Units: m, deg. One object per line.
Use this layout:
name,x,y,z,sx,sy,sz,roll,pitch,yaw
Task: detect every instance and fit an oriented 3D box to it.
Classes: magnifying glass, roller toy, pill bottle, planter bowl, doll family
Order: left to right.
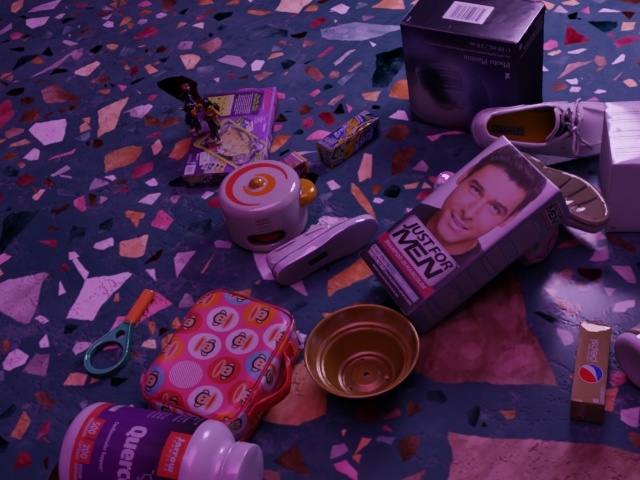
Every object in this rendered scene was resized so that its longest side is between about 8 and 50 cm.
magnifying glass,-0.419,0.195,1.808,0.092,0.026,0.231,10,48,22
pill bottle,-0.270,0.387,1.465,0.322,0.182,0.182,5,46,18
doll family,-0.310,-0.329,2.188,0.193,0.111,0.076,22,54,31
roller toy,-0.129,-0.084,1.936,0.209,0.146,0.191,24,55,31
planter bowl,0.082,0.230,1.609,0.217,0.090,0.217,-6,45,6
pill bottle,0.641,0.173,1.520,0.215,0.117,0.117,-27,46,-14

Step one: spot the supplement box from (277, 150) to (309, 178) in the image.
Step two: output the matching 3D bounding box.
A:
supplement box,-0.077,-0.173,2.089,0.083,0.043,0.055,-32,47,-20

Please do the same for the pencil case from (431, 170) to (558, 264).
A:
pencil case,0.360,-0.049,1.816,0.284,0.124,0.124,27,56,35

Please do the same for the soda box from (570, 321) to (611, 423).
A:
soda box,0.486,0.234,1.533,0.058,0.061,0.181,5,46,18

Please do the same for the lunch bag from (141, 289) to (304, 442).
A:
lunch bag,-0.169,0.242,1.634,0.258,0.120,0.293,14,49,24

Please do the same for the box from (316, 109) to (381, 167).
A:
box,0.071,-0.254,2.124,0.169,0.059,0.054,-36,49,-22

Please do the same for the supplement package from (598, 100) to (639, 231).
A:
supplement package,0.671,-0.155,1.790,0.149,0.194,0.203,-1,46,12

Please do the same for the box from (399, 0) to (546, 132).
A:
box,0.370,-0.422,2.057,0.296,0.294,0.183,17,54,28

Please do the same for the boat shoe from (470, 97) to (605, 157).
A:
boat shoe,0.529,-0.256,1.901,0.366,0.136,0.156,3,5,-3

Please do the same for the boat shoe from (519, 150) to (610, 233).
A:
boat shoe,0.489,-0.089,1.831,0.113,0.103,0.302,-24,43,-25

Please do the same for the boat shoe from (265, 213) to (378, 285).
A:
boat shoe,0.000,0.000,1.859,0.258,0.095,0.084,-26,50,-14

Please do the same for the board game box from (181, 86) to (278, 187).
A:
board game box,-0.229,-0.274,2.226,0.208,0.056,0.347,-6,44,13

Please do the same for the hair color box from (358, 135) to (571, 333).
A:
hair color box,0.283,-0.012,1.691,0.374,0.113,0.185,-39,53,3
